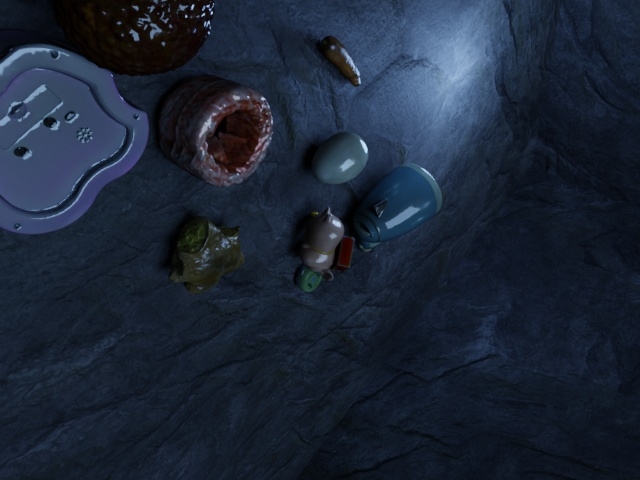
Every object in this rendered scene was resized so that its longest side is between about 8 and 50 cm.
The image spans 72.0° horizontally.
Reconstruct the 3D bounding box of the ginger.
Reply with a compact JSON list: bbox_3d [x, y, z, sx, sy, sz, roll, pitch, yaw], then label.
[{"bbox_3d":[-0.289,0.049,1.209,0.219,0.123,0.270,-61,148,-1],"label":"ginger"}]

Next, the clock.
[{"bbox_3d":[-0.481,-0.178,0.777,0.338,0.102,0.339,-34,141,-33],"label":"clock"}]

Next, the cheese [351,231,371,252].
[{"bbox_3d":[0.182,-0.006,1.888,0.097,0.037,0.192,-61,149,2],"label":"cheese"}]

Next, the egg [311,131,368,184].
[{"bbox_3d":[0.060,-0.258,1.404,0.209,0.151,0.151,-40,144,-25],"label":"egg"}]

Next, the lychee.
[{"bbox_3d":[-0.300,-0.392,0.705,0.260,0.260,0.261,-34,141,-34],"label":"lychee"}]

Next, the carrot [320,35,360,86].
[{"bbox_3d":[0.071,-0.519,1.294,0.059,0.059,0.248,-61,151,5],"label":"carrot"}]

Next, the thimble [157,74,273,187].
[{"bbox_3d":[-0.238,-0.247,1.001,0.239,0.162,0.239,-38,145,-32],"label":"thimble"}]

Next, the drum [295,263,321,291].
[{"bbox_3d":[-0.014,0.077,1.683,0.130,0.049,0.253,26,89,-59],"label":"drum"}]

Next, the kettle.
[{"bbox_3d":[0.276,-0.099,1.774,0.342,0.247,0.320,-36,154,-20],"label":"kettle"}]

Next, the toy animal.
[{"bbox_3d":[0.001,-0.002,1.529,0.165,0.149,0.248,-75,175,-51],"label":"toy animal"}]

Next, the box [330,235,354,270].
[{"bbox_3d":[0.077,0.055,1.614,0.175,0.048,0.112,121,-20,-75],"label":"box"}]
